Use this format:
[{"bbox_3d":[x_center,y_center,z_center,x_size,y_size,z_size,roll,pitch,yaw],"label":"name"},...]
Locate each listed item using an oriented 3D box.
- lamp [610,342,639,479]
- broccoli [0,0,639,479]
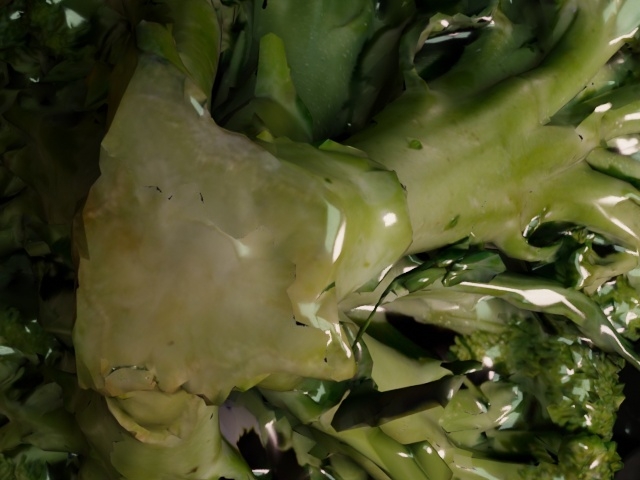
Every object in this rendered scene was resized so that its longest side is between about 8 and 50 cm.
[{"bbox_3d":[0.242,0.139,0.754,0.272,0.374,0.205,-6,131,-35],"label":"lamp"},{"bbox_3d":[0.000,0.000,0.652,0.304,0.283,0.321,4,95,10],"label":"broccoli"}]
